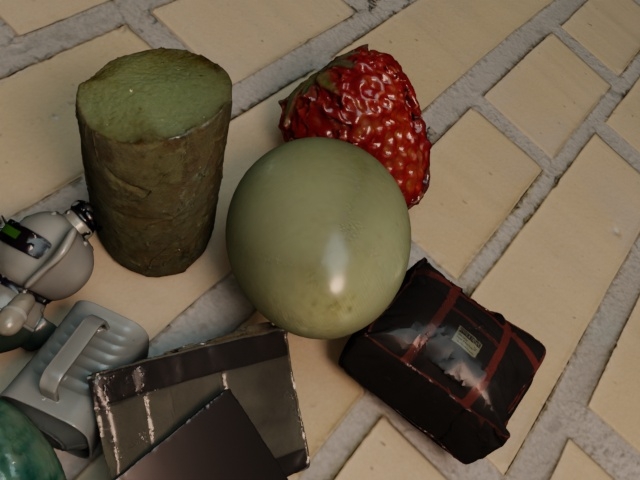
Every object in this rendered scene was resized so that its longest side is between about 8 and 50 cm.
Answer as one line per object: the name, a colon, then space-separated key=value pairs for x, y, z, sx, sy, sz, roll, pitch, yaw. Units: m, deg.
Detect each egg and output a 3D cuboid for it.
egg: x=0.000 y=0.000 z=0.738 sx=0.219 sy=0.218 sz=0.295 roll=17 pitch=22 yaw=-15

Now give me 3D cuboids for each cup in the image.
cup: x=-0.240 y=0.131 z=0.629 sx=0.095 sy=0.128 sz=0.129 roll=23 pitch=51 yaw=2

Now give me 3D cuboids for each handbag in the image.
handbag: x=0.154 y=0.140 z=0.786 sx=0.215 sy=0.155 sz=0.169 roll=38 pitch=46 yaw=4

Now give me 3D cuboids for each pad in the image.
pad: x=-0.113 y=0.190 z=0.657 sx=0.233 sy=0.022 sz=0.174 roll=-11 pitch=88 yaw=-43
pad: x=-0.082 y=0.323 z=0.609 sx=0.202 sy=0.005 sz=0.299 roll=-36 pitch=98 yaw=-36

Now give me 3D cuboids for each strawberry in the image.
strawberry: x=0.072 y=-0.148 z=0.920 sx=0.244 sy=0.205 sz=0.205 roll=50 pitch=51 yaw=-15

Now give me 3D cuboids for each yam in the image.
yam: x=-0.184 y=-0.083 z=0.712 sx=0.161 sy=0.268 sz=0.161 roll=6 pitch=57 yaw=-9

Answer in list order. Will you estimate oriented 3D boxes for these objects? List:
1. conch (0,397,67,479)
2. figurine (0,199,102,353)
conch: x=-0.320 y=0.220 z=0.535 sx=0.202 sy=0.134 sz=0.196 roll=-8 pitch=64 yaw=-29
figurine: x=-0.304 y=0.034 z=0.665 sx=0.126 sy=0.147 sz=0.192 roll=44 pitch=70 yaw=-18
